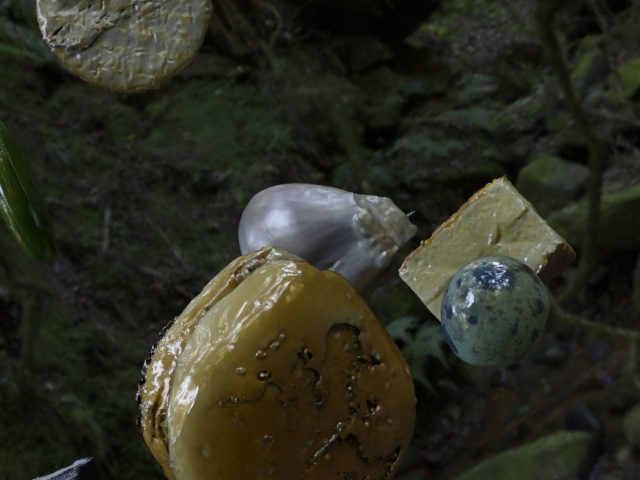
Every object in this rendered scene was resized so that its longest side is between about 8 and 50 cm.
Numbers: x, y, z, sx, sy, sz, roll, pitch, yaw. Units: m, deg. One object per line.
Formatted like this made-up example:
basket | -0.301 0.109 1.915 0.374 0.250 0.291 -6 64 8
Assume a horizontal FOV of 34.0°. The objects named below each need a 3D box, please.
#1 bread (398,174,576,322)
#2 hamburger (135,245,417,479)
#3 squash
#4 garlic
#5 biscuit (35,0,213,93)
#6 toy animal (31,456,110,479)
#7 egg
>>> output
bread | 0.323 0.042 2.018 0.279 0.207 0.279 -43 -16 12
hamburger | -0.042 0.178 1.123 0.284 0.304 0.174 -49 30 -23
squash | -0.459 -0.084 1.555 0.069 0.258 0.069 -26 -2 -1
garlic | 0.000 0.000 1.596 0.246 0.231 0.340 -51 -1 7
biscuit | -0.244 -0.289 1.300 0.220 0.220 0.033 -36 3 -4
toy animal | -0.361 0.443 1.499 0.165 0.235 0.187 -18 0 26
egg | 0.228 0.101 1.381 0.141 0.141 0.182 -37 -26 -27
